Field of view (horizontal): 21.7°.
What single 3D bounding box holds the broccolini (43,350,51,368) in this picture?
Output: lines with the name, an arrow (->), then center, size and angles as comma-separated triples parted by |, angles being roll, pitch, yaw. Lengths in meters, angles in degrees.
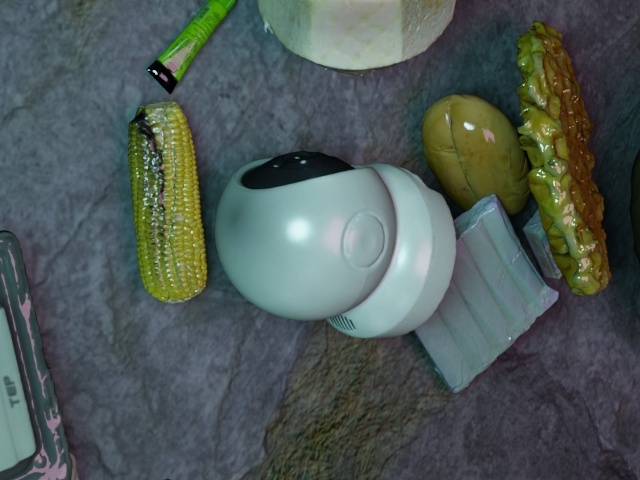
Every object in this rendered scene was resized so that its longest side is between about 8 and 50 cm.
broccolini -> -0.310, 0.196, 1.565 | 0.058, 0.067, 0.216 | 16, 95, -40

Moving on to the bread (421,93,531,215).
bread -> 0.182, -0.088, 1.926 | 0.077, 0.114, 0.189 | -79, 147, -47

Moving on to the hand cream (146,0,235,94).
hand cream -> -0.128, -0.203, 1.680 | 0.036, 0.023, 0.122 | 47, 66, -27

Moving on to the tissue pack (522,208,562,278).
tissue pack -> 0.294, -0.002, 2.101 | 0.063, 0.035, 0.083 | -49, 126, -27

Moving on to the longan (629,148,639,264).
longan -> 0.600, -0.052, 2.139 | 0.404, 0.404, 0.436 | -1, 104, -43

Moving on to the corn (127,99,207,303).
corn -> -0.153, -0.037, 1.656 | 0.072, 0.072, 0.203 | -14, 105, -41

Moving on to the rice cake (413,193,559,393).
rice cake -> 0.177, 0.064, 1.954 | 0.189, 0.037, 0.198 | -42, 129, 0

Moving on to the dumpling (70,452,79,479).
dumpling -> -0.266, 0.223, 1.602 | 0.057, 0.052, 0.076 | -45, 136, -42

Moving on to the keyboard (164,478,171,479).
keyboard -> -0.166, 0.411, 1.748 | 0.106, 0.027, 0.317 | -19, 109, -39

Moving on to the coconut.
coconut -> 0.032, -0.289, 1.676 | 0.197, 0.237, 0.237 | -8, 105, -8

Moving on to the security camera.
security camera -> 0.000, 0.000, 1.723 | 0.236, 0.194, 0.195 | 11, 90, -41

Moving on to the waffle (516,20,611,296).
waffle -> 0.283, -0.093, 1.956 | 0.302, 0.068, 0.325 | -74, 150, -61

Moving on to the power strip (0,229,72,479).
power strip -> -0.333, 0.147, 1.432 | 0.251, 0.092, 0.257 | -25, 112, -39
